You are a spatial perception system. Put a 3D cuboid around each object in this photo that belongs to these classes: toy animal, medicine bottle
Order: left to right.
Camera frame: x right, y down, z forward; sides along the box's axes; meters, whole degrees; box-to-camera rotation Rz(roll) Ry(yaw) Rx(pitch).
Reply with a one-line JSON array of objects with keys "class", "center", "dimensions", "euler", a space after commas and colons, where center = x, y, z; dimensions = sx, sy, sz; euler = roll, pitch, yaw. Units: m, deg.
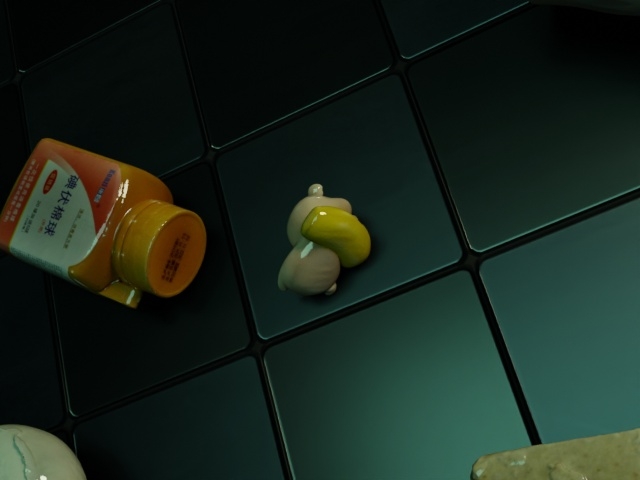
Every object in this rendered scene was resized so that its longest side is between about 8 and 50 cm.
[{"class": "medicine bottle", "center": [-0.248, -0.016, 1.102], "dimensions": [0.222, 0.112, 0.149], "euler": [19, 80, 28]}, {"class": "toy animal", "center": [0.000, 0.000, 1.015], "dimensions": [0.082, 0.091, 0.114], "euler": [50, 126, 46]}]

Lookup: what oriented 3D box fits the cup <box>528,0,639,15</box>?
[{"class": "cup", "center": [0.371, -0.329, 0.866], "dimensions": [0.371, 0.253, 0.253], "euler": [4, 73, 28]}]

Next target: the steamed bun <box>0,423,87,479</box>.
[{"class": "steamed bun", "center": [-0.325, 0.312, 1.008], "dimensions": [0.177, 0.131, 0.228], "euler": [10, 77, 37]}]

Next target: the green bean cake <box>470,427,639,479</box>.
[{"class": "green bean cake", "center": [0.225, 0.222, 0.800], "dimensions": [0.179, 0.109, 0.085], "euler": [-13, 50, 20]}]
